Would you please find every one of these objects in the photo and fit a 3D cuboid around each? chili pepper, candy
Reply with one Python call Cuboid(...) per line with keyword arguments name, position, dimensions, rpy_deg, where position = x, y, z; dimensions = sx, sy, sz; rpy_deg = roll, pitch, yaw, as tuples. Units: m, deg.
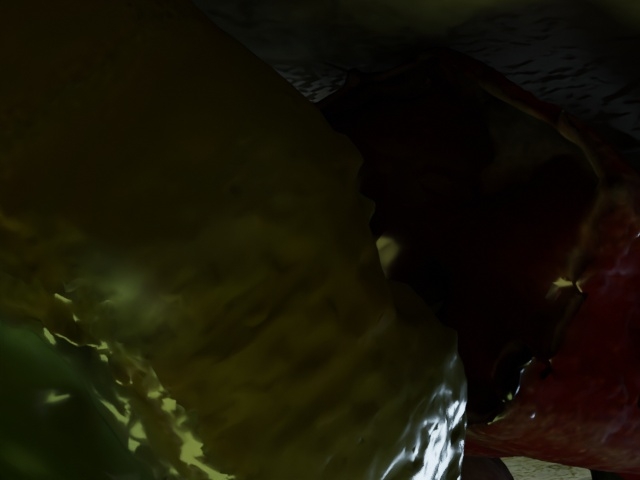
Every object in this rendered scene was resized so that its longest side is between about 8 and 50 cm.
Cuboid(name="chili pepper", position=(0.099, 0.035, 0.549), dimensions=(0.144, 0.136, 0.252), rpy_deg=(-30, 140, 32))
Cuboid(name="candy", position=(-0.082, 0.026, 0.435), dimensions=(0.260, 0.118, 0.260), rpy_deg=(23, 142, 20))

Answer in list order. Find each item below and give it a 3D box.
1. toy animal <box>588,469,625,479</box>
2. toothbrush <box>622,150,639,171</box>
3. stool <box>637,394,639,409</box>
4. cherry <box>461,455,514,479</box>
Cuboid(name="toy animal", position=(0.201, 0.124, 0.956), dimensions=(0.135, 0.065, 0.047), rpy_deg=(-6, 160, 22))
Cuboid(name="toothbrush", position=(0.000, 0.000, 0.649), dimensions=(0.288, 0.024, 0.021), rpy_deg=(-9, 161, 28))
Cuboid(name="stool", position=(0.168, 0.065, 0.407), dimensions=(0.125, 0.217, 0.121), rpy_deg=(-41, 105, 11))
Cuboid(name="cherry", position=(0.016, 0.203, 0.979), dimensions=(0.239, 0.206, 0.239), rpy_deg=(-7, 172, -1))
